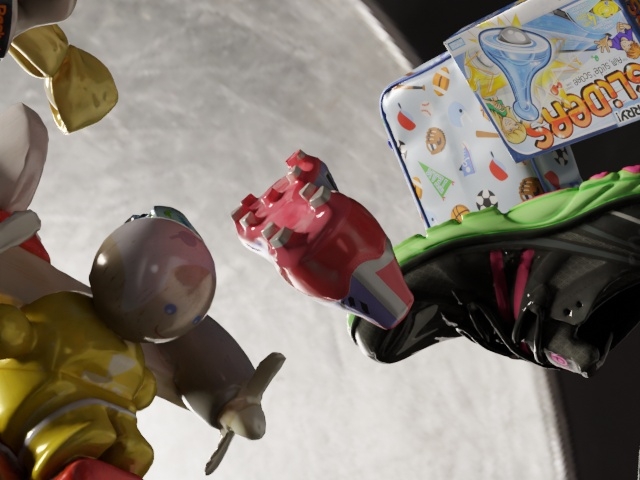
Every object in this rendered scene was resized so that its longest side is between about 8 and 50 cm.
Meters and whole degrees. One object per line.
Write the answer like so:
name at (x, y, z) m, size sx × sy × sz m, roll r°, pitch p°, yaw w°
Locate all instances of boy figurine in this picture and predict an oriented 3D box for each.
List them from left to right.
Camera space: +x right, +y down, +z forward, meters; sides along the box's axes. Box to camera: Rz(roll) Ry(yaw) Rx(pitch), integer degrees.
boy figurine at (-0.346, -0.235, 1.549) m, size 0.092 × 0.285 × 0.177 m, roll -48°, pitch 29°, yaw -7°

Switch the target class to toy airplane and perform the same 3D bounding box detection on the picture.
toy airplane at (-0.193, 0.048, 0.997) m, size 0.272 × 0.384 × 0.386 m, roll -28°, pitch 9°, yaw 21°

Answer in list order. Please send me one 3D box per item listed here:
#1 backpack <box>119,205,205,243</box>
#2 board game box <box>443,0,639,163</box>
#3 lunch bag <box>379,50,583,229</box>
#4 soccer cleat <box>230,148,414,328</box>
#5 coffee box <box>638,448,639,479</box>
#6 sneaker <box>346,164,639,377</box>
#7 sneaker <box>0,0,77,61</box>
backpack at (-0.193, 0.011, 1.741) m, size 0.084 × 0.114 × 0.105 m, roll -39°, pitch 81°, yaw 12°
board game box at (0.214, -0.155, 1.224) m, size 0.035 × 0.136 × 0.201 m, roll -39°, pitch 11°, yaw -35°
lunch bag at (0.214, -0.120, 1.907) m, size 0.243 × 0.115 × 0.303 m, roll -25°, pitch 83°, yaw 44°
soccer cleat at (0.000, 0.000, 0.949) m, size 0.083 × 0.095 × 0.248 m, roll -43°, pitch 12°, yaw -1°
coffee box at (0.266, 0.105, 0.894) m, size 0.184 × 0.113 × 0.040 m, roll -70°, pitch 4°, yaw -50°
sneaker at (0.234, 0.065, 1.567) m, size 0.483 × 0.185 × 0.202 m, roll -20°, pitch 72°, yaw 32°
sneaker at (-0.298, -0.163, 0.977) m, size 0.321 × 0.127 × 0.126 m, roll -41°, pitch -19°, yaw -48°
